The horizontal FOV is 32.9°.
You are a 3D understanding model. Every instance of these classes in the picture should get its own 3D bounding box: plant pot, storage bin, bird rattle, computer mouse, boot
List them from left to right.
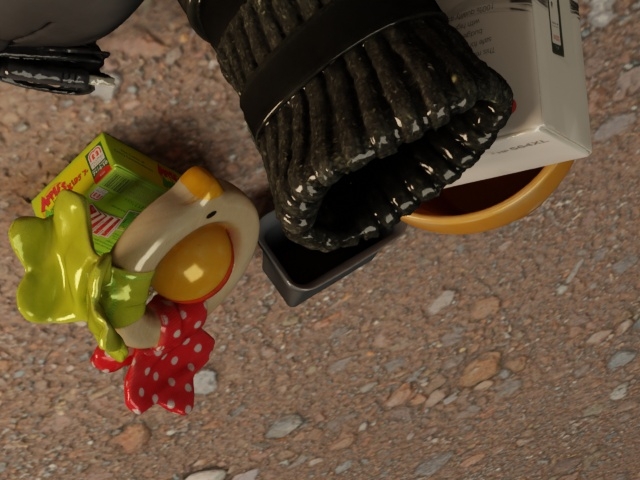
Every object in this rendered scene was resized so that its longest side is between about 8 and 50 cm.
[{"bbox_3d":[-0.175,-0.148,0.668,0.188,0.072,0.272,7,161,-33],"label":"computer mouse"},{"bbox_3d":[-0.127,0.044,0.916,0.207,0.143,0.253,-46,146,-4],"label":"bird rattle"},{"bbox_3d":[0.000,0.000,1.045,0.135,0.098,0.091,-31,165,-22],"label":"storage bin"},{"bbox_3d":[0.050,-0.187,0.706,0.131,0.260,0.348,8,131,-39],"label":"boot"},{"bbox_3d":[0.134,-0.095,0.948,0.205,0.205,0.188,-36,159,10],"label":"plant pot"}]

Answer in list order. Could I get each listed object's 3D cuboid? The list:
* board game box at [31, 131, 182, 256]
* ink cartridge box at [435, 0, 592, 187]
[{"bbox_3d":[-0.153,-0.018,0.960,0.092,0.043,0.181,-40,142,17],"label":"board game box"},{"bbox_3d":[0.108,-0.150,0.799,0.148,0.203,0.086,-12,163,36],"label":"ink cartridge box"}]
